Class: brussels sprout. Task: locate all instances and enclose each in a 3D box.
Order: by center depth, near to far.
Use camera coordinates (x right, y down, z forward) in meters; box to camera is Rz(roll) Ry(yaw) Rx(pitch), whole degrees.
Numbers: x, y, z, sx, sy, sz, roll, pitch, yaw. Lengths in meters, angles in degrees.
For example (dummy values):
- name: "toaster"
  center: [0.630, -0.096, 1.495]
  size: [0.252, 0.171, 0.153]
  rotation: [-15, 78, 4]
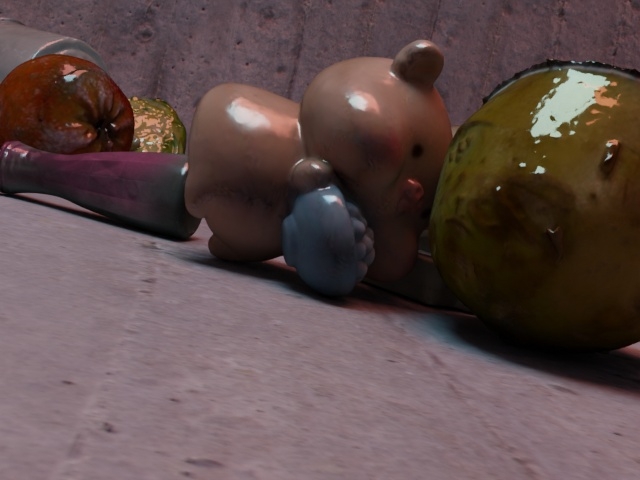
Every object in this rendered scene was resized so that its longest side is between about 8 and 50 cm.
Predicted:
- name: "brussels sprout"
  center: [-0.271, -0.130, 1.489]
  size: [0.149, 0.122, 0.152]
  rotation: [7, 40, 3]

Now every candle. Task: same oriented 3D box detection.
- name: "candle"
  center: [-0.490, -0.253, 1.687]
  size: [0.342, 0.221, 0.221]
  rotation: [18, 7, 33]

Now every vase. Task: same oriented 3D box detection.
- name: "vase"
  center: [-0.230, -0.061, 1.047]
  size: [0.214, 0.086, 0.086]
  rotation: [10, 4, 10]

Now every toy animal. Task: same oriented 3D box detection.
- name: "toy animal"
  center: [-0.002, -0.064, 0.939]
  size: [0.221, 0.229, 0.210]
  rotation: [20, -36, 31]

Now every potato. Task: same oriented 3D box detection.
- name: "potato"
  center: [0.201, 0.011, 0.854]
  size: [0.246, 0.196, 0.300]
  rotation: [21, -22, 26]

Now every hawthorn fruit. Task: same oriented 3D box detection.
- name: "hawthorn fruit"
  center: [-0.323, -0.145, 1.244]
  size: [0.172, 0.173, 0.173]
  rotation: [13, 5, -1]

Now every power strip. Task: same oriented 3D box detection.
- name: "power strip"
  center: [0.070, 0.022, 1.081]
  size: [0.118, 0.046, 0.270]
  rotation: [8, 7, -43]

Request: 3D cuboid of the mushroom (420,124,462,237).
- name: "mushroom"
  center: [0.159, -0.039, 1.298]
  size: [0.215, 0.207, 0.207]
  rotation: [-16, 11, -9]

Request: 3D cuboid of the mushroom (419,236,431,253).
- name: "mushroom"
  center: [0.105, -0.058, 1.458]
  size: [0.407, 0.154, 0.137]
  rotation: [11, 34, -16]
